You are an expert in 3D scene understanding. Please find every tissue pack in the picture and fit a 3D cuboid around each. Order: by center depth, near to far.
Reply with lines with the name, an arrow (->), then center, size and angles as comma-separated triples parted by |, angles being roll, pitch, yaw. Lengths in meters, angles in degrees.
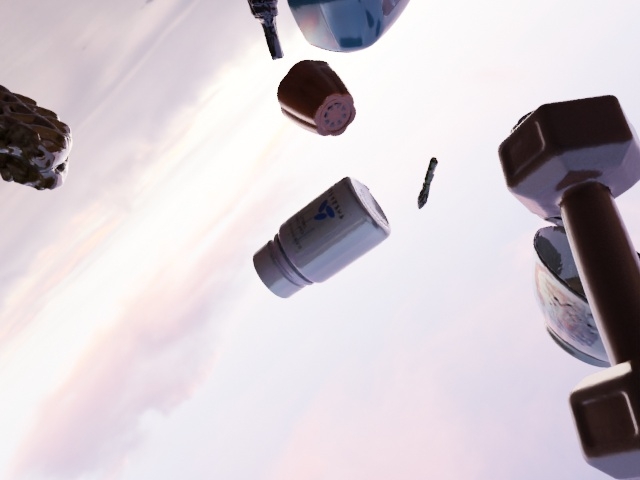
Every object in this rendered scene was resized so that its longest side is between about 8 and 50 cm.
tissue pack -> 0.087, -0.531, 1.214 | 0.206, 0.198, 0.287 | 17, -119, 36

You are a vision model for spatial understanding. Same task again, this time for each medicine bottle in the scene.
medicine bottle -> 0.000, 0.000, 1.321 | 0.293, 0.170, 0.170 | -37, -155, 18

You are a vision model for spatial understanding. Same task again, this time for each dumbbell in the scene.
dumbbell -> 0.174, 0.019, 0.354 | 0.092, 0.082, 0.230 | 132, -41, -53

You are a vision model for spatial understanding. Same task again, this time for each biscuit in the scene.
biscuit -> -0.592, -0.197, 0.957 | 0.115, 0.366, 0.268 | -64, -156, 17

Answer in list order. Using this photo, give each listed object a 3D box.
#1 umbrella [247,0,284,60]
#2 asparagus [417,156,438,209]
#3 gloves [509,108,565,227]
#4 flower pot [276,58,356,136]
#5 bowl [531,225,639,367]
umbrella -> -0.152, -0.607, 1.426 | 0.118, 0.340, 0.118 | -13, -152, 7
asparagus -> 0.303, -0.159, 1.677 | 0.036, 0.030, 0.165 | -107, -156, -57
gloves -> 0.527, -0.140, 1.320 | 0.154, 0.331, 0.141 | -15, -143, 29
flower pot -> 0.002, -0.367, 1.580 | 0.190, 0.191, 0.173 | -45, -132, 6
bowl -> 0.515, 0.126, 1.078 | 0.337, 0.337, 0.157 | -91, -162, -58
